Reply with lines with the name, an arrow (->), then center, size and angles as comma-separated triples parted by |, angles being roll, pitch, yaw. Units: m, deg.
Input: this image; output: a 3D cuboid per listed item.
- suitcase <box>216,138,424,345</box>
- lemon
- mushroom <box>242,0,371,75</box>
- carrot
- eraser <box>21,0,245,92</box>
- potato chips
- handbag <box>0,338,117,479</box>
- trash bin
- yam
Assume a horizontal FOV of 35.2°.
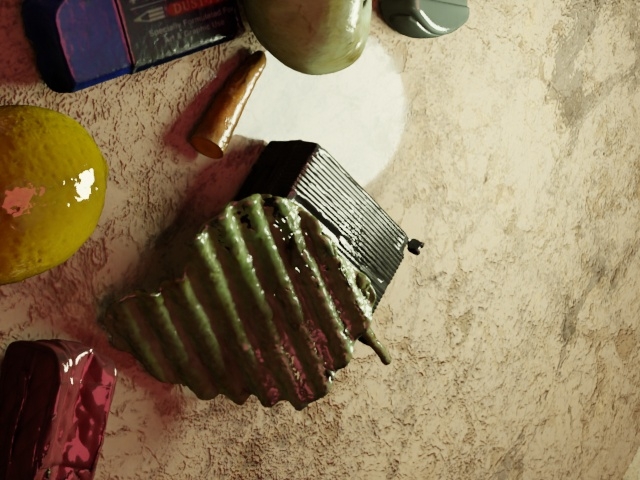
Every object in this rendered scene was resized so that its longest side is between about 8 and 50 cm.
suitcase -> 0.000, 0.000, 1.769 | 0.335, 0.152, 0.229 | 43, 68, -39
lemon -> -0.411, -0.060, 1.324 | 0.263, 0.236, 0.235 | -59, 136, -54
mushroom -> 0.001, -0.439, 1.588 | 0.261, 0.352, 0.352 | -6, 105, 1
carrot -> -0.141, -0.235, 1.669 | 0.061, 0.061, 0.209 | 44, 63, -39
eraser -> -0.266, -0.337, 1.493 | 0.332, 0.102, 0.154 | -28, 117, -36
potato chips -> -0.115, 0.121, 1.605 | 0.373, 0.097, 0.389 | -43, 123, 11
handbag -> -0.392, 0.253, 1.454 | 0.135, 0.146, 0.224 | 18, 85, -49
trash bin -> 0.202, -0.502, 1.910 | 0.177, 0.101, 0.236 | -3, 98, -41
yam -> 0.062, 0.135, 1.732 | 0.029, 0.027, 0.234 | -47, 122, -24
